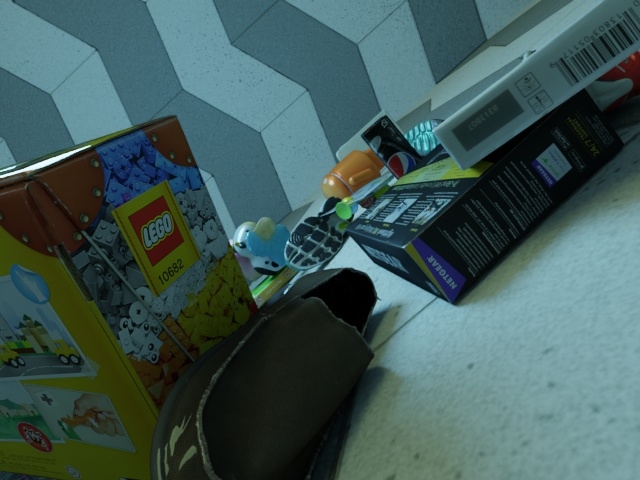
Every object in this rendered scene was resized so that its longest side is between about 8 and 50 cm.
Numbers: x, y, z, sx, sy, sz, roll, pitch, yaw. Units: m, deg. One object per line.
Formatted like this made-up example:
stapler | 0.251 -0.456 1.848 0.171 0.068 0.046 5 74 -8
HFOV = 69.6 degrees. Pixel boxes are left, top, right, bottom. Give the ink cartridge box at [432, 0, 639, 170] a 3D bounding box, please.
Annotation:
ink cartridge box | 0.221 -0.158 0.496 0.189 0.066 0.232 -37 -4 22

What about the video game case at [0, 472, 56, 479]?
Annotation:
video game case | -0.433 0.383 0.653 0.269 0.245 0.061 -53 -29 -54

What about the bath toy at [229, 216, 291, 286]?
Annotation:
bath toy | -0.200 0.050 1.210 0.129 0.151 0.348 -29 -2 -35

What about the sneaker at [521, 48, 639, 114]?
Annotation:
sneaker | 0.356 -0.220 0.626 0.119 0.107 0.279 -22 21 21

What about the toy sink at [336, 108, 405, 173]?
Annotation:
toy sink | 0.164 -0.302 1.571 0.234 0.152 0.131 -44 9 -10

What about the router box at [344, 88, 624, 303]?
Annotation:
router box | 0.171 -0.057 0.598 0.243 0.081 0.309 -42 9 -2

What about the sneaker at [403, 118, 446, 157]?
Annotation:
sneaker | 0.259 -0.240 1.131 0.098 0.083 0.224 -5 0 -40

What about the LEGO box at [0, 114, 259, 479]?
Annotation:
LEGO box | -0.351 0.098 0.581 0.501 0.372 0.193 -7 25 25

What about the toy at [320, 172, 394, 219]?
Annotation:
toy | 0.121 -0.107 1.097 0.137 0.056 0.237 -21 9 46

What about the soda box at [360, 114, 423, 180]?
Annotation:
soda box | 0.146 -0.140 0.815 0.053 0.169 0.060 -42 9 7

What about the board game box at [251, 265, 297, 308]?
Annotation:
board game box | -0.111 0.097 1.211 0.259 0.039 0.124 -46 10 -7

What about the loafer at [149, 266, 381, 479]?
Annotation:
loafer | -0.025 0.113 0.449 0.130 0.133 0.366 -38 10 25

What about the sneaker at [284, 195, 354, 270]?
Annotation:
sneaker | 0.000 0.000 1.093 0.275 0.107 0.110 -45 -11 -51

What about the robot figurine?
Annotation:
robot figurine | 0.093 -0.184 1.384 0.219 0.128 0.158 -43 47 -11
